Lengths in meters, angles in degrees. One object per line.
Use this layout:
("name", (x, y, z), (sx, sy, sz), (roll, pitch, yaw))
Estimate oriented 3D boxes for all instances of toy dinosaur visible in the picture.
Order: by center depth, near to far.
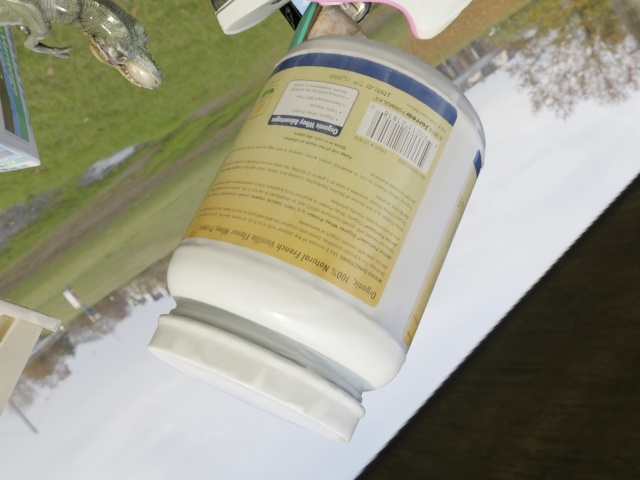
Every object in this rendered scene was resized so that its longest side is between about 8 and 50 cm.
("toy dinosaur", (-0.228, -0.154, 0.424), (0.118, 0.268, 0.064), (-169, -89, -70))

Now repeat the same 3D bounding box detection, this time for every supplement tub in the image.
("supplement tub", (0.000, 0.000, 0.648), (0.316, 0.228, 0.228), (-65, -162, -18))

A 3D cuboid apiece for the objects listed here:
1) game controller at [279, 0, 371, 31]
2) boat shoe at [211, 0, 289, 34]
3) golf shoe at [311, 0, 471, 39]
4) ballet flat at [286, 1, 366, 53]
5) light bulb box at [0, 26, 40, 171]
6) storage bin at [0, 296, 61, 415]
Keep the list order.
("game controller", (-0.044, -0.514, 1.273), (0.166, 0.319, 0.067), (-25, -159, 40))
("boat shoe", (-0.029, -0.275, 0.660), (0.219, 0.070, 0.078), (-21, -172, 35))
("golf shoe", (-0.034, -0.208, 0.416), (0.140, 0.306, 0.115), (106, 3, -57))
("ballet flat", (-0.027, -0.168, 0.922), (0.316, 0.106, 0.107), (-63, -163, -6))
("light bulb box", (-0.552, -0.176, 0.773), (0.358, 0.225, 0.361), (-12, -179, -7))
("storage bin", (-0.394, 0.052, 0.529), (0.260, 0.262, 0.123), (68, 42, -73))
